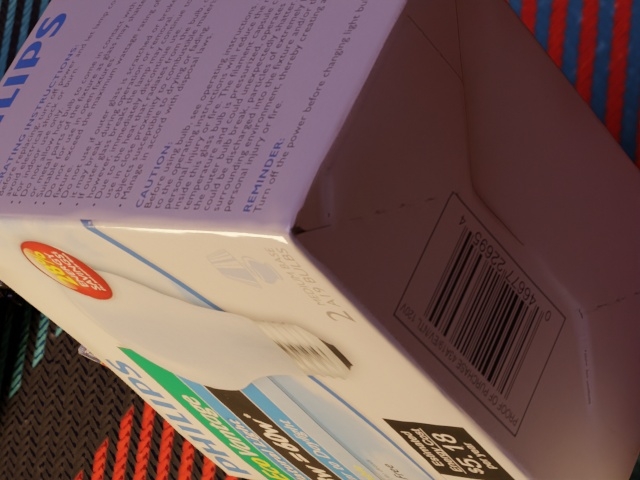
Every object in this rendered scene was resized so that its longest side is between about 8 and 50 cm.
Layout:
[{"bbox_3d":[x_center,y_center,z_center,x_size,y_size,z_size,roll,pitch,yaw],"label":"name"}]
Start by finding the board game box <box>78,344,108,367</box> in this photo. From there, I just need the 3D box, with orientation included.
[{"bbox_3d":[-0.103,0.037,1.494,0.194,0.060,0.194,18,90,47],"label":"board game box"}]

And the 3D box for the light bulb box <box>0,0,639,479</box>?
[{"bbox_3d":[0.000,0.000,1.159,0.361,0.358,0.225,2,56,46],"label":"light bulb box"}]

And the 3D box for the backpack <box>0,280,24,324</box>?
[{"bbox_3d":[-0.448,0.100,1.725,0.263,0.213,0.276,32,102,57],"label":"backpack"}]
